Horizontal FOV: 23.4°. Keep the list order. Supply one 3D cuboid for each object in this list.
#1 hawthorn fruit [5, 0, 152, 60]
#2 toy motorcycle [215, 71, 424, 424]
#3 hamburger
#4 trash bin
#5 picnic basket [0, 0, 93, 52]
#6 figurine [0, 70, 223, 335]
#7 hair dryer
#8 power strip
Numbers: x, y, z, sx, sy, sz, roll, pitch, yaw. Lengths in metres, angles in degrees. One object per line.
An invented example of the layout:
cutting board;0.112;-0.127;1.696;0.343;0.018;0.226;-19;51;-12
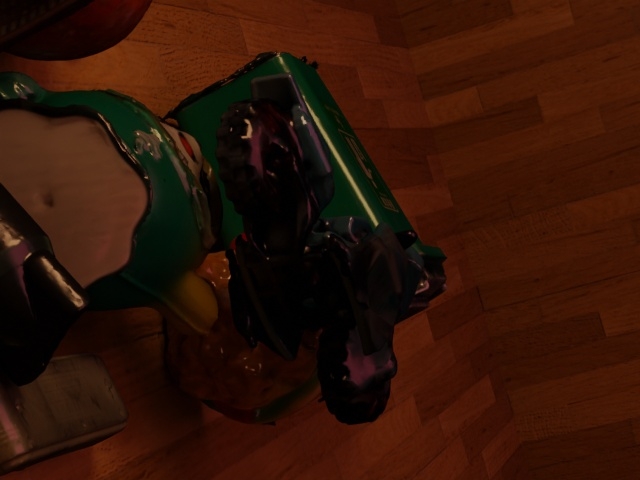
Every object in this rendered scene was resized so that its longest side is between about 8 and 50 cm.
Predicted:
hawthorn fruit;-0.267;-0.318;1.579;0.284;0.284;0.284;-16;90;-72
toy motorcycle;0.000;0.000;1.692;0.416;0.172;0.232;64;33;-30
hamburger;-0.089;0.101;1.848;0.149;0.237;0.237;30;46;-61
trash bin;-0.036;-0.034;2.069;0.381;0.295;0.259;64;12;9
picnic basket;-0.326;-0.274;1.376;0.222;0.297;0.129;61;3;-18
figurine;-0.226;-0.034;1.558;0.323;0.231;0.340;54;7;7
hair dryer;-0.327;0.006;1.198;0.244;0.116;0.302;45;15;13
power strip;-0.255;0.158;1.445;0.092;0.066;0.387;66;7;5
